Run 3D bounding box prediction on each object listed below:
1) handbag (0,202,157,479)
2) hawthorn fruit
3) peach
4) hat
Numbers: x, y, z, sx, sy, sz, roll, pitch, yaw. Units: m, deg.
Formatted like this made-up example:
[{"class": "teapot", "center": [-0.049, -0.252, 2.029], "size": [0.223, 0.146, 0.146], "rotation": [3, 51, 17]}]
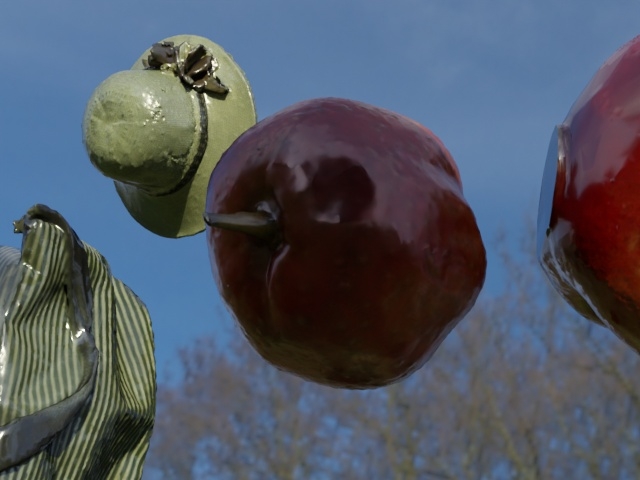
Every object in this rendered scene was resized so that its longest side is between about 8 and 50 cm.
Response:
[{"class": "handbag", "center": [-0.287, 0.143, 1.356], "size": [0.247, 0.341, 0.240], "rotation": [-8, -34, 19]}, {"class": "hawthorn fruit", "center": [0.000, 0.000, 1.535], "size": [0.287, 0.287, 0.330], "rotation": [-6, -12, 37]}, {"class": "peach", "center": [0.388, -0.044, 1.652], "size": [0.310, 0.406, 0.335], "rotation": [14, 9, 4]}, {"class": "hat", "center": [-0.209, -0.131, 1.883], "size": [0.257, 0.257, 0.130], "rotation": [-7, -8, 38]}]
